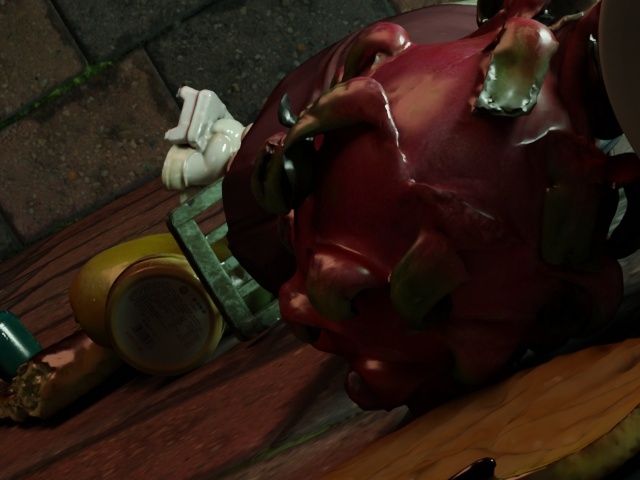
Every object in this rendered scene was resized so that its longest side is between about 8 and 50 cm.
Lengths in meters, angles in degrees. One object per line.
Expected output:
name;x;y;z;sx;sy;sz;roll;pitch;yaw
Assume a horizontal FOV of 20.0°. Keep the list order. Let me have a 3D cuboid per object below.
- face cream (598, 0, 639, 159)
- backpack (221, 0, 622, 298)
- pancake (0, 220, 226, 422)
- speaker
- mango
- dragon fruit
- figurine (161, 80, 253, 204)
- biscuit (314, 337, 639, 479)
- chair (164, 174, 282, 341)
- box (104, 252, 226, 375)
face cream;0.269;-0.115;0.893;0.187;0.201;0.201;-37;10;-36
backpack;0.067;-0.055;1.239;0.283;0.197;0.317;-26;4;19
pancake;-0.188;0.066;1.867;0.427;0.067;0.305;-38;11;-39
speaker;-0.373;0.132;2.094;0.094;0.075;0.060;-36;8;24
mango;-0.131;0.045;1.643;0.195;0.092;0.130;-10;26;0
dragon fruit;0.090;-0.035;0.997;0.273;0.198;0.218;-36;47;-5
figurine;-0.030;-0.097;1.949;0.257;0.182;0.144;3;51;21
biscuit;0.072;0.107;0.847;0.260;0.041;0.203;-27;2;12
chair;-0.011;-0.035;1.610;0.270;0.136;0.147;-35;8;-16
box;-0.133;0.064;1.561;0.105;0.105;0.037;-29;16;11
